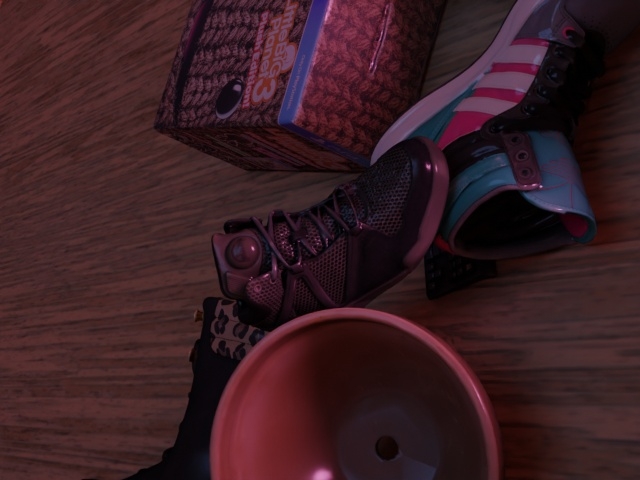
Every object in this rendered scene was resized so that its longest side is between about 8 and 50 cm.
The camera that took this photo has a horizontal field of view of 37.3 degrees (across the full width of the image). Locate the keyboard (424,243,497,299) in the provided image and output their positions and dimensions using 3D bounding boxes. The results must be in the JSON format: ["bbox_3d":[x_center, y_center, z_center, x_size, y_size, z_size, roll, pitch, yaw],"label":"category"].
[{"bbox_3d":[0.128,-0.043,0.867,0.108,0.023,0.180,-27,54,42],"label":"keyboard"}]

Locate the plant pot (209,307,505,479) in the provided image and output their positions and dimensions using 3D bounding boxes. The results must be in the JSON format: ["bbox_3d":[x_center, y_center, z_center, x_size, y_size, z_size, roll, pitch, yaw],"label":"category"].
[{"bbox_3d":[0.039,0.173,0.766,0.237,0.110,0.237,-3,84,24],"label":"plant pot"}]

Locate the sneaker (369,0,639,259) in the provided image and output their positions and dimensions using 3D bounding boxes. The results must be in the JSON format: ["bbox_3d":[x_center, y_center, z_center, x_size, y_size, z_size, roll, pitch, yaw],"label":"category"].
[{"bbox_3d":[0.180,-0.090,0.742,0.295,0.124,0.178,-44,48,22],"label":"sneaker"}]

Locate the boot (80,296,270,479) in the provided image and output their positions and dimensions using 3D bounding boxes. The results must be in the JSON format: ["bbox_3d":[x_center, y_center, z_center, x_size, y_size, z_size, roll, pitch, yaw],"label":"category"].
[{"bbox_3d":[-0.124,0.208,0.968,0.377,0.138,0.284,-4,66,58],"label":"boot"}]

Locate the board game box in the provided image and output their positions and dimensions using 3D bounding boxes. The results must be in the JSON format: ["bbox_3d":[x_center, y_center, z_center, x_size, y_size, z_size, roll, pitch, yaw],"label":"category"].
[{"bbox_3d":[-0.028,-0.206,1.042,0.291,0.141,0.232,6,78,53],"label":"board game box"}]

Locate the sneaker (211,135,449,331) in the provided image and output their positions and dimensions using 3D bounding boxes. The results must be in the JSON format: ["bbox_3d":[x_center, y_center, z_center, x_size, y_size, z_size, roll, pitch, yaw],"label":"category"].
[{"bbox_3d":[0.000,0.000,0.753,0.227,0.130,0.087,-46,48,36],"label":"sneaker"}]
